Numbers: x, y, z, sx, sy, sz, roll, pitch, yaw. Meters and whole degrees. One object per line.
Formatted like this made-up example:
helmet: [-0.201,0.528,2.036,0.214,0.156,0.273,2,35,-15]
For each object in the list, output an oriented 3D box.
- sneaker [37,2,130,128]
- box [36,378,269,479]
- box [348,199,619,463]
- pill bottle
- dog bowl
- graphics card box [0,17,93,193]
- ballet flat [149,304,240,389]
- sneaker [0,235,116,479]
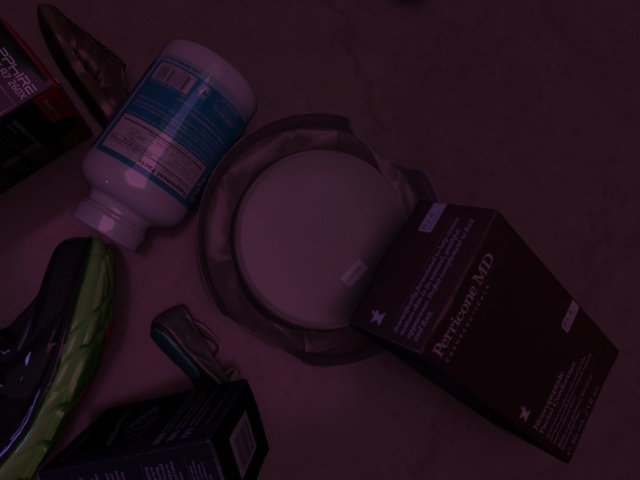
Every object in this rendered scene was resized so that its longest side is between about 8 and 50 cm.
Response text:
sneaker: [-0.313,-0.242,0.727,0.071,0.066,0.188,-35,99,-31]
box: [-0.186,0.261,0.623,0.207,0.153,0.108,-15,97,10]
box: [0.238,0.130,0.713,0.381,0.143,0.191,37,77,-31]
pill bottle: [-0.208,-0.118,0.690,0.146,0.146,0.264,33,79,-9]
dog bowl: [0.000,0.000,0.753,0.349,0.102,0.348,1,86,-13]
graphics card box: [-0.453,-0.074,0.583,0.371,0.233,0.094,-39,99,-13]
ballet flat: [-0.148,0.181,0.722,0.068,0.072,0.213,-40,99,-44]
sneaker: [-0.399,0.194,0.599,0.202,0.185,0.482,32,78,-13]
